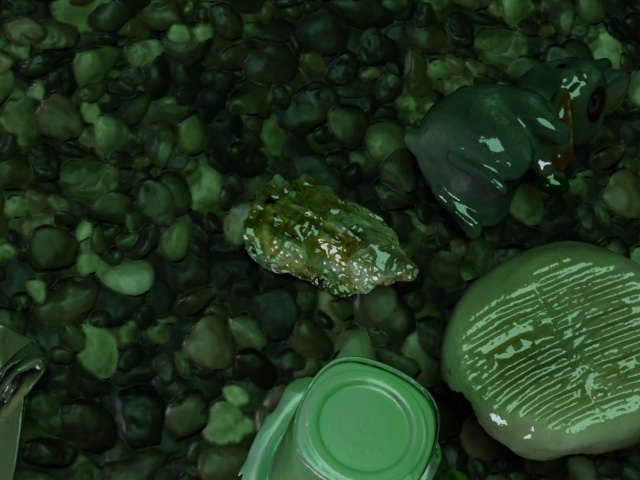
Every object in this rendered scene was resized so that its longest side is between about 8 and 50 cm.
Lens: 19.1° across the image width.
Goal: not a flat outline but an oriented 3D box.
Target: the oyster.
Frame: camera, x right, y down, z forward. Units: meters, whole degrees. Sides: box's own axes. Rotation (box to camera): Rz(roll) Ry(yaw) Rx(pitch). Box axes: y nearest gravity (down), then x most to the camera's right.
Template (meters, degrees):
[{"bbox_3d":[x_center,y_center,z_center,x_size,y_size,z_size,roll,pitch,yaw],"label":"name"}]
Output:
[{"bbox_3d":[0.000,0.000,1.617,0.122,0.045,0.146,-27,72,-4],"label":"oyster"}]

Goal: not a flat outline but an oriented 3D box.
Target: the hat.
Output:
[{"bbox_3d":[-0.301,0.146,1.493,0.147,0.085,0.175,8,88,-17],"label":"hat"}]

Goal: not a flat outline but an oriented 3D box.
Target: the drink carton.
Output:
[{"bbox_3d":[0.022,0.169,1.485,0.146,0.142,0.144,26,66,1],"label":"drink carton"}]

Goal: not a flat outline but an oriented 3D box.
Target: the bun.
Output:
[{"bbox_3d":[0.194,0.099,1.554,0.193,0.128,0.178,-22,71,-5],"label":"bun"}]

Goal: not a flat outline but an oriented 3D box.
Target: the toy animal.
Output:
[{"bbox_3d":[0.186,-0.112,1.652,0.138,0.108,0.236,40,66,10],"label":"toy animal"}]

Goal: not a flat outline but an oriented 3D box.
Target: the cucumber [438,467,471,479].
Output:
[{"bbox_3d":[0.137,0.297,1.495,0.056,0.056,0.250,-5,66,-11],"label":"cucumber"}]
